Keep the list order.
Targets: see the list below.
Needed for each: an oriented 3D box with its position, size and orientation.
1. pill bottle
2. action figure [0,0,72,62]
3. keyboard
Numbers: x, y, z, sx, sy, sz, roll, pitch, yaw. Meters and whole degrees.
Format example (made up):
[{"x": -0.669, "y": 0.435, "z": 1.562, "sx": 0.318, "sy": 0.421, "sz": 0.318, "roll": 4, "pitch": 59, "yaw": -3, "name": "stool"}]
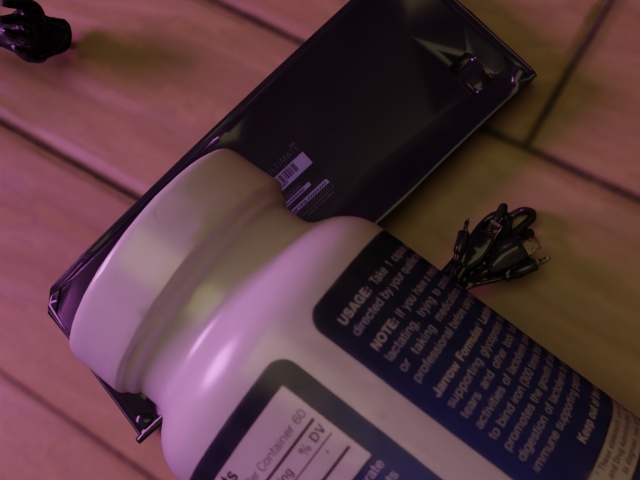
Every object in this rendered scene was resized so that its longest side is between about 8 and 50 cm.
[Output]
[{"x": 0.024, "y": 0.083, "z": 0.438, "sx": 0.265, "sy": 0.153, "sz": 0.153, "roll": 38, "pitch": 90, "yaw": 7, "name": "pill bottle"}, {"x": -0.313, "y": -0.175, "z": 0.626, "sx": 0.276, "sy": 0.141, "sz": 0.164, "roll": 0, "pitch": 79, "yaw": 12, "name": "action figure"}, {"x": 0.000, "y": 0.000, "z": 0.556, "sx": 0.317, "sy": 0.033, "sz": 0.201, "roll": -43, "pitch": 69, "yaw": 4, "name": "keyboard"}]
